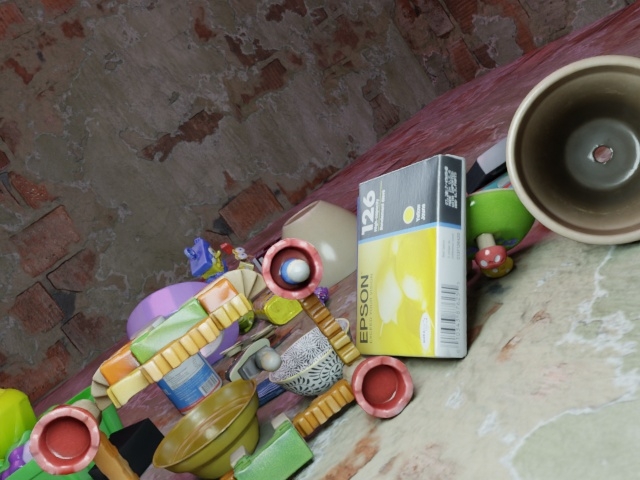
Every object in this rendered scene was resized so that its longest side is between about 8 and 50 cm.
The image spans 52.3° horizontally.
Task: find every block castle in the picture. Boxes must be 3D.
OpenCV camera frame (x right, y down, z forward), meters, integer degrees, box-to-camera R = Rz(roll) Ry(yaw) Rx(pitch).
[{"bbox_3d":[-0.129,0.228,0.909,0.453,0.303,0.213,-37,4,-10],"label":"block castle"}]

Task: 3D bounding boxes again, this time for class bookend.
[{"bbox_3d":[-0.436,0.476,1.399,0.156,0.072,0.157,-29,13,35],"label":"bookend"}]

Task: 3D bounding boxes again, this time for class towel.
[{"bbox_3d":[-0.088,0.282,1.285,0.119,0.029,0.067,-34,9,8],"label":"towel"}]

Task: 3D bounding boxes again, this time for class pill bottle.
[{"bbox_3d":[-0.342,0.288,1.530,0.124,0.221,0.124,-34,10,7],"label":"pill bottle"}]

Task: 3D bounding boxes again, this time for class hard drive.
[{"bbox_3d":[0.455,-0.209,1.527,0.255,0.054,0.172,-32,-11,-10],"label":"hard drive"}]

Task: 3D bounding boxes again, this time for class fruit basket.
[{"bbox_3d":[-0.665,0.440,1.488,0.283,0.392,0.392,-35,10,5],"label":"fruit basket"}]

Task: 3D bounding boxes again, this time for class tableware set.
[{"bbox_3d":[-0.165,0.246,1.580,0.141,0.020,0.168,-33,-12,-1],"label":"tableware set"}]

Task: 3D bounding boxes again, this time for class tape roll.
[{"bbox_3d":[-0.355,0.235,1.689,0.275,0.275,0.090,-35,51,4],"label":"tape roll"}]

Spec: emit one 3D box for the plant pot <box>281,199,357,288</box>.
[{"bbox_3d":[0.000,0.000,1.827,0.284,0.191,0.284,-35,10,7],"label":"plant pot"}]

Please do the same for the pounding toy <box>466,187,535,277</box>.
[{"bbox_3d":[0.261,0.019,1.088,0.183,0.110,0.237,10,-33,-33],"label":"pounding toy"}]

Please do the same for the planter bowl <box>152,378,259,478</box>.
[{"bbox_3d":[-0.172,0.340,1.118,0.217,0.090,0.217,-34,11,8],"label":"planter bowl"}]

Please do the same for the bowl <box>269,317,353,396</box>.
[{"bbox_3d":[0.001,0.220,1.138,0.170,0.080,0.170,-34,10,7],"label":"bowl"}]

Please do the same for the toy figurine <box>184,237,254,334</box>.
[{"bbox_3d":[-0.338,0.113,1.918,0.191,0.217,0.362,-33,42,13],"label":"toy figurine"}]

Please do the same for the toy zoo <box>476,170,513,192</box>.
[{"bbox_3d":[0.382,-0.087,1.441,0.293,0.030,0.192,-35,10,3],"label":"toy zoo"}]

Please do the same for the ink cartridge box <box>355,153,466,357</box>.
[{"bbox_3d":[0.119,0.039,1.079,0.072,0.303,0.307,7,-12,-31],"label":"ink cartridge box"}]

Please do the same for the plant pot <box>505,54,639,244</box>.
[{"bbox_3d":[0.434,-0.134,0.993,0.263,0.263,0.229,-31,-8,24],"label":"plant pot"}]

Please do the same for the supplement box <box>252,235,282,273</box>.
[{"bbox_3d":[-0.085,0.039,2.088,0.239,0.130,0.073,-34,10,4],"label":"supplement box"}]

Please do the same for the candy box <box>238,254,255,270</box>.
[{"bbox_3d":[-0.261,0.146,2.124,0.109,0.053,0.186,-91,18,-77],"label":"candy box"}]

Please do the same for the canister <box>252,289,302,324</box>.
[{"bbox_3d":[-0.110,0.167,1.754,0.126,0.073,0.170,-39,9,-19],"label":"canister"}]

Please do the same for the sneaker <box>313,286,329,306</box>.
[{"bbox_3d":[-0.010,0.138,1.590,0.071,0.068,0.170,-30,9,-4],"label":"sneaker"}]

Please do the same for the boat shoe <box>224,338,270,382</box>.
[{"bbox_3d":[-0.171,0.277,1.516,0.133,0.049,0.042,-46,22,-29],"label":"boat shoe"}]
